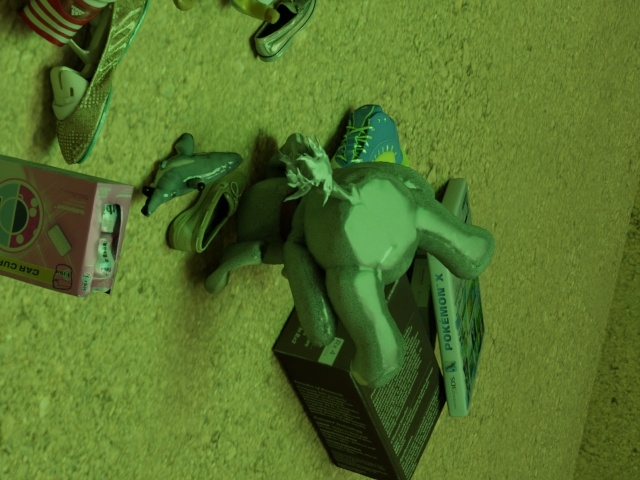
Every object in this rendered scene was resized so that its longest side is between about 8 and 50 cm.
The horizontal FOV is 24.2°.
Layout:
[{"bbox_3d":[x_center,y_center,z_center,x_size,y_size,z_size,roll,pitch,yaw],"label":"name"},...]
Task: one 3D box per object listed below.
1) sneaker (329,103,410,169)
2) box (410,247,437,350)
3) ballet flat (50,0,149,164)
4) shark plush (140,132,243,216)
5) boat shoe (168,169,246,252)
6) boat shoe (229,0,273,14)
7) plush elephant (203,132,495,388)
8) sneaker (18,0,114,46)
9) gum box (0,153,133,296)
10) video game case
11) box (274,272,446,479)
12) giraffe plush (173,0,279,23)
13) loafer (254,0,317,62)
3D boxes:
[{"bbox_3d":[0.044,-0.127,2.142,0.240,0.091,0.126,-20,102,-60],"label":"sneaker"},{"bbox_3d":[0.172,0.109,2.481,0.186,0.038,0.145,-74,162,-53],"label":"box"},{"bbox_3d":[-0.243,-0.182,1.546,0.067,0.073,0.206,27,74,-36],"label":"ballet flat"},{"bbox_3d":[-0.159,-0.076,1.747,0.161,0.067,0.073,-27,126,-58],"label":"shark plush"},{"bbox_3d":[-0.129,-0.035,1.850,0.153,0.048,0.056,-47,142,-45],"label":"boat shoe"},{"bbox_3d":[-0.030,-0.364,1.821,0.076,0.080,0.228,38,74,-49],"label":"boat shoe"},{"bbox_3d":[0.000,0.000,1.903,0.330,0.255,0.272,47,65,-25],"label":"plush elephant"},{"bbox_3d":[-0.247,-0.278,1.479,0.087,0.128,0.221,38,33,-24],"label":"sneaker"},{"bbox_3d":[-0.270,-0.018,1.411,0.062,0.188,0.107,1,101,-64],"label":"gum box"},{"bbox_3d":[0.228,0.087,2.485,0.329,0.036,0.300,-62,145,-67],"label":"video game case"},{"bbox_3d":[0.071,0.203,2.279,0.191,0.143,0.381,-62,153,-27],"label":"box"},{"bbox_3d":[-0.109,-0.338,1.653,0.170,0.181,0.210,-12,148,-51],"label":"giraffe plush"},{"bbox_3d":[-0.044,-0.283,1.908,0.125,0.045,0.039,-59,143,-26],"label":"loafer"}]
